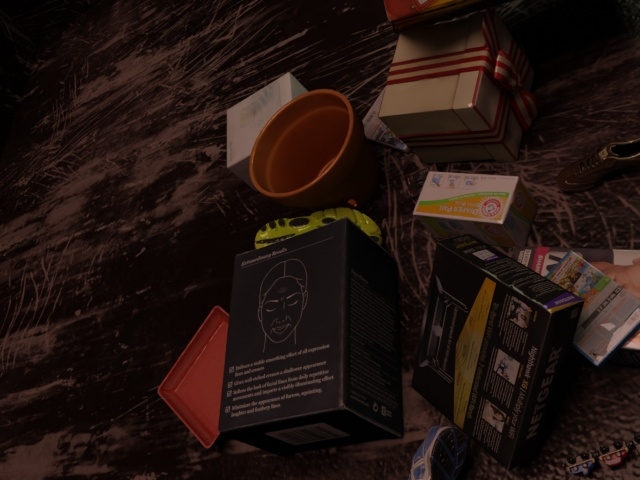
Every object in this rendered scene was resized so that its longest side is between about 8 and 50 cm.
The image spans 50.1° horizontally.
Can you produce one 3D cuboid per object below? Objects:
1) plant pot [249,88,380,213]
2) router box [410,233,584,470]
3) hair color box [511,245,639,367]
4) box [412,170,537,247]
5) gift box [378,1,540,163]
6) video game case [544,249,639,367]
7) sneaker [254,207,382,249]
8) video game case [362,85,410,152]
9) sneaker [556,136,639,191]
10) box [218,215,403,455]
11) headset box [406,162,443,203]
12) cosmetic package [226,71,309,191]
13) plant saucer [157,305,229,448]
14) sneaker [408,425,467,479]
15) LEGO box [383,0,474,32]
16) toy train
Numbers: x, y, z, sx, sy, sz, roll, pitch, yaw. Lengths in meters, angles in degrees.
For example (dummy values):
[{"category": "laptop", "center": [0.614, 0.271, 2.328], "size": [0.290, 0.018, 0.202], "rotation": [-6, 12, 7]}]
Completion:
[{"category": "plant pot", "center": [0.005, -0.181, 1.621], "size": [0.291, 0.203, 0.290], "rotation": [-20, 53, 28]}, {"category": "router box", "center": [0.276, 0.178, 1.129], "size": [0.243, 0.081, 0.308], "rotation": [38, 131, 46]}, {"category": "hair color box", "center": [0.479, 0.108, 1.121], "size": [0.347, 0.105, 0.173], "rotation": [2, 65, 39]}, {"category": "box", "center": [0.308, -0.063, 1.364], "size": [0.203, 0.114, 0.103], "rotation": [9, 70, 41]}, {"category": "gift box", "center": [0.302, -0.331, 1.434], "size": [0.258, 0.255, 0.276], "rotation": [3, 75, 39]}, {"category": "video game case", "center": [0.418, 0.105, 1.085], "size": [0.119, 0.015, 0.166], "rotation": [-49, 46, 6]}, {"category": "sneaker", "center": [0.000, 0.000, 1.579], "size": [0.296, 0.123, 0.109], "rotation": [-4, 58, 16]}, {"category": "video game case", "center": [0.201, -0.320, 1.683], "size": [0.183, 0.023, 0.201], "rotation": [28, 81, 46]}, {"category": "sneaker", "center": [0.526, -0.152, 1.274], "size": [0.188, 0.071, 0.066], "rotation": [-21, 52, 27]}, {"category": "box", "center": [-0.016, 0.201, 1.385], "size": [0.294, 0.212, 0.395], "rotation": [-18, 54, 30]}, {"category": "headset box", "center": [0.239, -0.128, 1.520], "size": [0.083, 0.032, 0.062], "rotation": [-27, 49, 25]}, {"category": "cosmetic package", "center": [-0.129, -0.291, 1.850], "size": [0.225, 0.138, 0.224], "rotation": [-27, 49, 25]}, {"category": "plant saucer", "center": [-0.240, 0.317, 1.610], "size": [0.259, 0.048, 0.258], "rotation": [30, 83, 45]}, {"category": "sneaker", "center": [0.191, 0.421, 1.186], "size": [0.211, 0.080, 0.081], "rotation": [-66, 11, -6]}, {"category": "LEGO box", "center": [0.361, -0.584, 1.373], "size": [0.500, 0.193, 0.372], "rotation": [-14, 11, 10]}, {"category": "toy train", "center": [0.451, 0.331, 1.056], "size": [0.158, 0.027, 0.036], "rotation": [-27, 60, 22]}]
